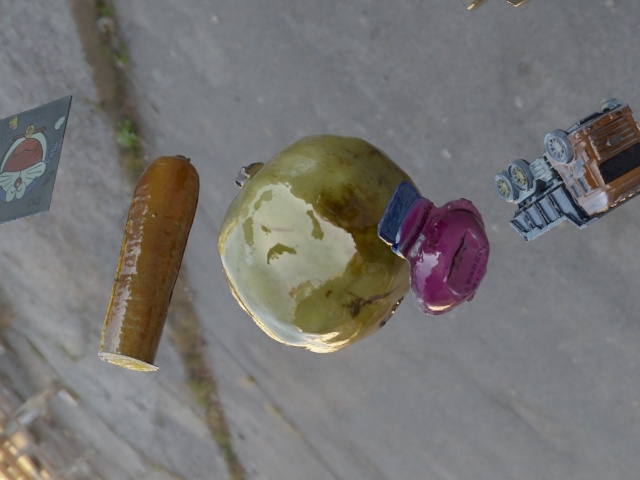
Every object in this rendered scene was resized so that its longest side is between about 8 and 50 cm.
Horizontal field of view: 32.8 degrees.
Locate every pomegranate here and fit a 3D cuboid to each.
[{"bbox_3d":[0.000,0.000,1.631,0.332,0.332,0.332,40,157,20],"label":"pomegranate"}]

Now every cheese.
[{"bbox_3d":[0.143,0.009,1.354,0.062,0.155,0.244,18,168,41],"label":"cheese"}]

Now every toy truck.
[{"bbox_3d":[0.246,-0.060,1.056,0.092,0.083,0.192,60,161,6],"label":"toy truck"}]

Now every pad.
[{"bbox_3d":[-0.422,-0.090,1.422,0.245,0.170,0.006,-11,153,34],"label":"pad"}]

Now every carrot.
[{"bbox_3d":[-0.165,0.014,1.068,0.067,0.225,0.067,8,157,3],"label":"carrot"}]

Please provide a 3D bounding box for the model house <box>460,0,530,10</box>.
[{"bbox_3d":[0.232,-0.380,0.990,0.280,0.312,0.245,-33,92,29],"label":"model house"}]
